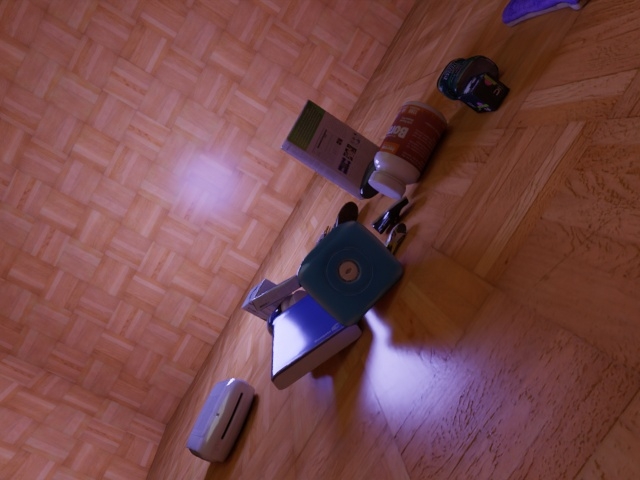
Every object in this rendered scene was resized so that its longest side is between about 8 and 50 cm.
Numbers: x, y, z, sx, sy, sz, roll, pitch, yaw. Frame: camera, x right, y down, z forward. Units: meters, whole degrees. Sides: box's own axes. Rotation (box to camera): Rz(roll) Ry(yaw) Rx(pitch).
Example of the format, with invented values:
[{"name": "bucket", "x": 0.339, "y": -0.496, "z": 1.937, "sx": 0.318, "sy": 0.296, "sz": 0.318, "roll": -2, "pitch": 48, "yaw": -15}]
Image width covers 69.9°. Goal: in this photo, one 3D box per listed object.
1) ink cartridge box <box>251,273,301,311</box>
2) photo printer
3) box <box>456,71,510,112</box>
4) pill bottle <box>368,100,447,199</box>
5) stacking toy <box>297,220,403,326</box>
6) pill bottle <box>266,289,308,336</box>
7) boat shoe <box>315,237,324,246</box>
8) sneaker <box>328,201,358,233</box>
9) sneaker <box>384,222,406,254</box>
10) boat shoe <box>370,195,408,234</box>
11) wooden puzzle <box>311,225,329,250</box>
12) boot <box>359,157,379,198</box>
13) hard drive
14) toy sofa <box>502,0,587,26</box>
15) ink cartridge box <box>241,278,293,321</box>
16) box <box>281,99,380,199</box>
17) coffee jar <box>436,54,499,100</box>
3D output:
[{"name": "ink cartridge box", "x": -0.076, "y": 0.128, "z": 1.431, "sx": 0.224, "sy": 0.045, "sz": 0.223, "roll": -32, "pitch": -2, "yaw": 20}, {"name": "photo printer", "x": -0.323, "y": 0.582, "z": 1.491, "sx": 0.307, "sy": 0.107, "sz": 0.256, "roll": -41, "pitch": 22, "yaw": 59}, {"name": "box", "x": 0.327, "y": -0.297, "z": 0.925, "sx": 0.052, "sy": 0.062, "sz": 0.083, "roll": -57, "pitch": 10, "yaw": 8}, {"name": "pill bottle", "x": 0.206, "y": -0.215, "z": 1.110, "sx": 0.216, "sy": 0.121, "sz": 0.121, "roll": -61, "pitch": 11, "yaw": -4}, {"name": "stacking toy", "x": 0.061, "y": 0.073, "z": 1.028, "sx": 0.175, "sy": 0.166, "sz": 0.302, "roll": -45, "pitch": -6, "yaw": -2}, {"name": "pill bottle", "x": -0.089, "y": 0.224, "z": 1.387, "sx": 0.169, "sy": 0.094, "sz": 0.094, "roll": -52, "pitch": 13, "yaw": 38}, {"name": "boat shoe", "x": 0.000, "y": 0.023, "z": 1.519, "sx": 0.056, "sy": 0.048, "sz": 0.153, "roll": -44, "pitch": -3, "yaw": 20}, {"name": "sneaker", "x": 0.058, "y": -0.033, "z": 1.461, "sx": 0.086, "sy": 0.064, "sz": 0.192, "roll": -35, "pitch": 30, "yaw": 56}, {"name": "sneaker", "x": 0.159, "y": -0.003, "z": 1.008, "sx": 0.083, "sy": 0.031, "sz": 0.035, "roll": -60, "pitch": 10, "yaw": 2}, {"name": "boat shoe", "x": 0.171, "y": -0.060, "z": 1.089, "sx": 0.049, "sy": 0.042, "sz": 0.133, "roll": -36, "pitch": -7, "yaw": -40}, {"name": "wooden puzzle", "x": 0.000, "y": 0.000, "z": 1.789, "sx": 0.116, "sy": 0.014, "sz": 0.079, "roll": -53, "pitch": 8, "yaw": 32}, {"name": "boot", "x": 0.182, "y": -0.199, "z": 1.286, "sx": 0.219, "sy": 0.082, "sz": 0.106, "roll": -55, "pitch": 9, "yaw": 19}, {"name": "hard drive", "x": -0.023, "y": 0.203, "z": 1.087, "sx": 0.210, "sy": 0.040, "sz": 0.319, "roll": -35, "pitch": 13, "yaw": 3}, {"name": "toy sofa", "x": 0.431, "y": -0.557, "z": 0.896, "sx": 0.177, "sy": 0.150, "sz": 0.362, "roll": -56, "pitch": 12, "yaw": 16}, {"name": "ink cartridge box", "x": -0.180, "y": 0.227, "z": 1.647, "sx": 0.087, "sy": 0.153, "sz": 0.208, "roll": -64, "pitch": 12, "yaw": -25}, {"name": "box", "x": 0.048, "y": -0.307, "z": 1.541, "sx": 0.058, "sy": 0.322, "sz": 0.232, "roll": -42, "pitch": 20, "yaw": 49}, {"name": "coffee jar", "x": 0.331, "y": -0.370, "z": 1.054, "sx": 0.096, "sy": 0.079, "sz": 0.184, "roll": -57, "pitch": 11, "yaw": 16}]
